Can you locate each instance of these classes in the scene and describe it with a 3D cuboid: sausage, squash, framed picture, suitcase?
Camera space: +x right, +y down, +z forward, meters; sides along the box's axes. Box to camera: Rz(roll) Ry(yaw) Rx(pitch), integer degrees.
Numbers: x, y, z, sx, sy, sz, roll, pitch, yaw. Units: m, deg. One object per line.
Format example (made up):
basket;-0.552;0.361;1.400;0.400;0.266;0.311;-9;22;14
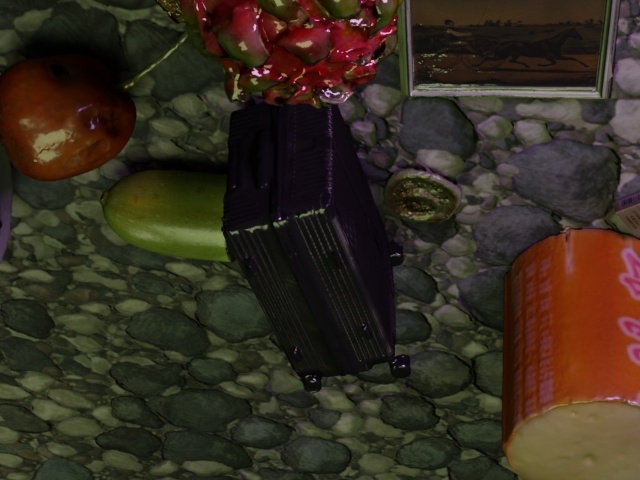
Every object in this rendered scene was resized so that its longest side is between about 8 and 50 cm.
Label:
sausage;0.358;0.165;1.760;0.233;0.287;0.233;5;141;4
squash;-0.198;-0.036;1.746;0.187;0.123;0.123;6;140;2
framed picture;0.212;-0.232;1.524;0.252;0.014;0.197;1;139;8
suitcase;0.000;0.000;1.670;0.152;0.229;0.335;-12;136;11

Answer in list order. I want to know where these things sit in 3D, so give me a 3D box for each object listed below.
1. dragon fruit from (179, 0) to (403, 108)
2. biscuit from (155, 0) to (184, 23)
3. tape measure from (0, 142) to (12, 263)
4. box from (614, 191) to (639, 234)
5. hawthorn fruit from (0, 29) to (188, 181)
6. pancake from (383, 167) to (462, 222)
dragon fruit;-0.031;-0.281;1.338;0.231;0.237;0.302;-8;117;-11
biscuit;-0.194;-0.318;1.474;0.064;0.034;0.199;-22;133;31
tape measure;-0.470;-0.054;1.674;0.130;0.258;0.265;1;147;6
box;0.427;-0.042;1.707;0.083;0.024;0.053;-23;132;30
hawthorn fruit;-0.258;-0.181;1.602;0.285;0.165;0.165;-29;132;4
pancake;0.134;-0.057;1.743;0.108;0.017;0.108;7;144;5
